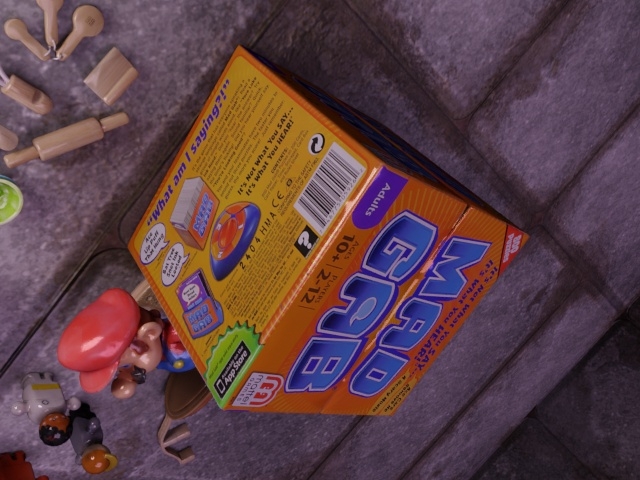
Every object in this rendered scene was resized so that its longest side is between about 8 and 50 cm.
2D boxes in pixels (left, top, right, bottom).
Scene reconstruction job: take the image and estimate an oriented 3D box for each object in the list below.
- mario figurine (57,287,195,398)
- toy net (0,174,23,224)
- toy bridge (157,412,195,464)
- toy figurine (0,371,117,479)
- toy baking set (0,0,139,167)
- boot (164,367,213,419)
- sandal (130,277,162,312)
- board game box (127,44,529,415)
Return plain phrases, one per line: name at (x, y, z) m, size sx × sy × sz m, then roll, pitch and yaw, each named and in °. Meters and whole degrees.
mario figurine at (-0.234, 0.180, 0.962) m, size 0.320 × 0.170 × 0.198 m, roll 11°, pitch 129°, yaw -48°
toy net at (-0.481, -0.054, 0.757) m, size 0.232 × 0.045 × 0.122 m, roll -20°, pitch 135°, yaw -26°
toy bridge at (-0.298, 0.398, 1.319) m, size 0.063 × 0.026 × 0.188 m, roll -21°, pitch 135°, yaw -23°
toy figurine at (-0.460, 0.341, 1.039) m, size 0.209 × 0.148 × 0.213 m, roll -32°, pitch 138°, yaw -14°
toy baking set at (-0.343, -0.185, 0.766) m, size 0.256 × 0.030 × 0.197 m, roll -33°, pitch 132°, yaw -25°
boot at (-0.153, 0.243, 1.262) m, size 0.284 × 0.109 × 0.220 m, roll -55°, pitch 143°, yaw 3°
sandal at (-0.309, 0.167, 1.066) m, size 0.088 × 0.079 × 0.240 m, roll 23°, pitch 108°, yaw -48°
board game box at (0.000, 0.000, 0.960) m, size 0.356 × 0.356 × 0.357 m, roll 17°, pitch 113°, yaw -45°
